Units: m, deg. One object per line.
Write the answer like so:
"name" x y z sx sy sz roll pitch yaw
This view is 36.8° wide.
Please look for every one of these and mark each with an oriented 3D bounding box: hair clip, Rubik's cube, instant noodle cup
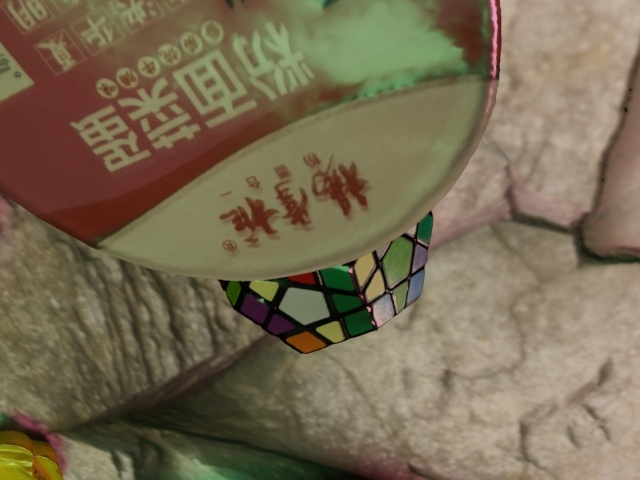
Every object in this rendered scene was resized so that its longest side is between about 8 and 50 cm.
"hair clip" -0.258 0.225 0.856 0.072 0.046 0.173 -1 132 1
"Rubik's cube" 0.000 0.000 0.558 0.133 0.133 0.112 9 156 4
"instant noodle cup" -0.037 -0.125 0.410 0.234 0.178 0.235 7 132 8
